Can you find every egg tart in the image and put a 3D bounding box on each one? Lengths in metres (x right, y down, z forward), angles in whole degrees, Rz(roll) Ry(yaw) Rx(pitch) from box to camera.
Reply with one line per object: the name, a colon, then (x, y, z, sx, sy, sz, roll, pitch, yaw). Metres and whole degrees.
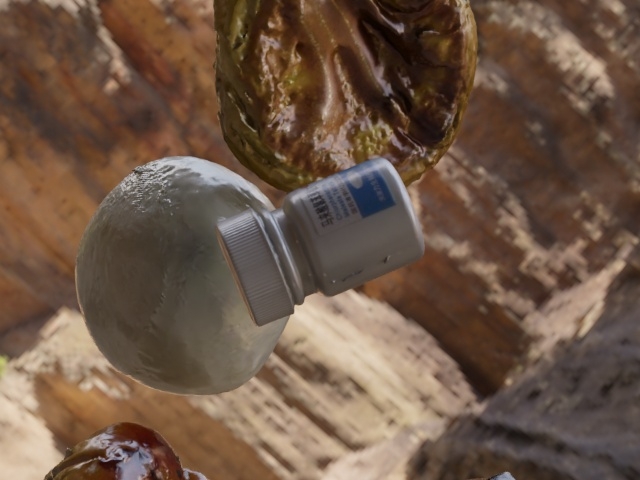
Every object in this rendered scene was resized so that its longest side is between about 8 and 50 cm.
egg tart: (0.014, -0.209, 1.665, 0.351, 0.340, 0.153, 16, 8, -24)

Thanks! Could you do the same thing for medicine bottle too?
medicine bottle: (0.000, 0.000, 1.256, 0.105, 0.168, 0.105, 157, -90, -85)

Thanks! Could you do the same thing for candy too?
candy: (-0.160, 0.041, 1.693, 0.295, 0.295, 0.185, 42, -14, -1)

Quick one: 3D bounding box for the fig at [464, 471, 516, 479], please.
fig: (0.131, 0.301, 1.146, 0.214, 0.235, 0.235, 28, -2, -40)

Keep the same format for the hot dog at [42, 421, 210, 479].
hot dog: (-0.177, 0.388, 1.518, 0.365, 0.196, 0.367, -98, 161, -47)
